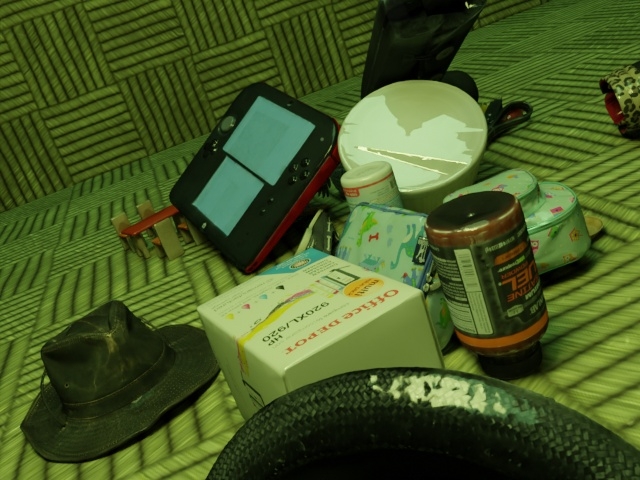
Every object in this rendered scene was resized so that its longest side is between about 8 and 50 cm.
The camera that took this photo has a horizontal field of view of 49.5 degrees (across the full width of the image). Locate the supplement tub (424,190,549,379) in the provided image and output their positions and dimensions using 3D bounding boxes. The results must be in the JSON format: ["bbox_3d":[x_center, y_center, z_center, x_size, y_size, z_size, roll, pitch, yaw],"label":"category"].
[{"bbox_3d":[0.188,0.052,0.760,0.106,0.198,0.106,-18,21,7],"label":"supplement tub"}]

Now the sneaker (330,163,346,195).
[{"bbox_3d":[0.148,-0.152,1.514,0.297,0.111,0.129,4,15,40],"label":"sneaker"}]

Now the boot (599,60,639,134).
[{"bbox_3d":[0.690,-0.316,1.329,0.284,0.138,0.377,-25,4,18],"label":"boot"}]

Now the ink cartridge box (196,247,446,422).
[{"bbox_3d":[0.002,0.134,0.762,0.171,0.168,0.232,-27,22,-22],"label":"ink cartridge box"}]

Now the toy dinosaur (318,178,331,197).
[{"bbox_3d":[-0.073,-0.146,1.559,0.200,0.127,0.296,-29,26,-1],"label":"toy dinosaur"}]

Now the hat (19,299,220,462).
[{"bbox_3d":[-0.313,0.168,1.024,0.331,0.134,0.331,-17,19,6],"label":"hat"}]

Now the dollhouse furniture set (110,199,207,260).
[{"bbox_3d":[-0.359,-0.073,1.687,0.259,0.135,0.262,-32,23,-31],"label":"dollhouse furniture set"}]

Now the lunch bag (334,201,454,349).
[{"bbox_3d":[0.097,0.046,0.912,0.090,0.176,0.219,15,4,-29],"label":"lunch bag"}]

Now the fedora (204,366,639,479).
[{"bbox_3d":[0.080,0.222,0.413,0.334,0.334,0.152,-8,-8,28],"label":"fedora"}]

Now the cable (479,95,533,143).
[{"bbox_3d":[0.400,-0.250,1.607,0.139,0.072,0.287,12,46,27],"label":"cable"}]

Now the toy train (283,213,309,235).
[{"bbox_3d":[-0.058,-0.033,1.479,0.083,0.017,0.023,-33,14,-32],"label":"toy train"}]

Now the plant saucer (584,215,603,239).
[{"bbox_3d":[0.374,-0.012,1.023,0.083,0.015,0.083,-18,20,7],"label":"plant saucer"}]

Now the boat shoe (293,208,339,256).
[{"bbox_3d":[0.000,0.000,1.309,0.065,0.075,0.206,27,20,0],"label":"boat shoe"}]

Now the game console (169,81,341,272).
[{"bbox_3d":[-0.143,-0.149,1.440,0.342,0.060,0.386,-51,43,-1],"label":"game console"}]

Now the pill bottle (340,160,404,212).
[{"bbox_3d":[0.097,-0.044,1.151,0.087,0.160,0.087,-17,20,6],"label":"pill bottle"}]

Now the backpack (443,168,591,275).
[{"bbox_3d":[0.265,-0.017,0.955,0.188,0.144,0.166,-15,16,6],"label":"backpack"}]

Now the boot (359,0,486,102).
[{"bbox_3d":[0.242,-0.375,1.457,0.367,0.146,0.445,-31,-20,-19],"label":"boot"}]

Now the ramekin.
[{"bbox_3d":[0.173,-0.159,1.293,0.273,0.127,0.273,-6,55,8],"label":"ramekin"}]

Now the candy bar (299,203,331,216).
[{"bbox_3d":[-0.048,-0.066,1.555,0.161,0.018,0.040,-3,25,37],"label":"candy bar"}]
